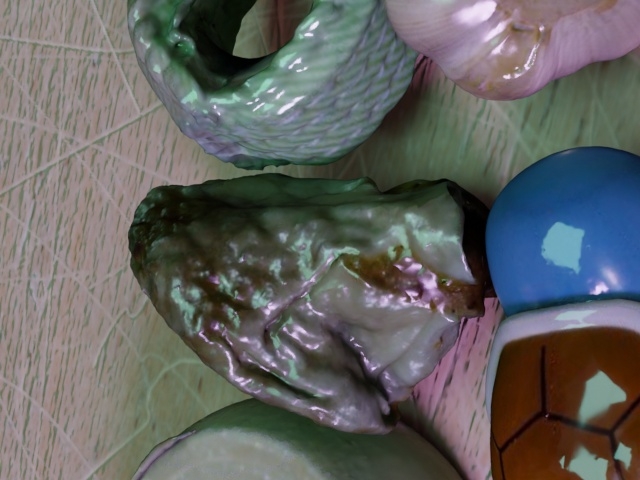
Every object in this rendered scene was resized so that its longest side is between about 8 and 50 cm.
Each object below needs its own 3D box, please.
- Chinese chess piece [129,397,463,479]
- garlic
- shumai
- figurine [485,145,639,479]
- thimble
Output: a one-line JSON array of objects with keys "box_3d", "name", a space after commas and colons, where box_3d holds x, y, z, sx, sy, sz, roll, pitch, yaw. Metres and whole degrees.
[{"box_3d": [-0.017, 0.295, 1.564, 0.349, 0.146, 0.349, 5, 98, 40], "name": "Chinese chess piece"}, {"box_3d": [0.138, -0.211, 1.342, 0.152, 0.227, 0.228, -113, 32, -73], "name": "garlic"}, {"box_3d": [0.000, 0.000, 1.488, 0.272, 0.222, 0.204, 32, 108, 5], "name": "shumai"}, {"box_3d": [0.201, 0.153, 1.338, 0.298, 0.243, 0.416, -16, 63, 50], "name": "figurine"}, {"box_3d": [-0.037, -0.164, 1.489, 0.219, 0.150, 0.219, -9, 70, 25], "name": "thimble"}]
